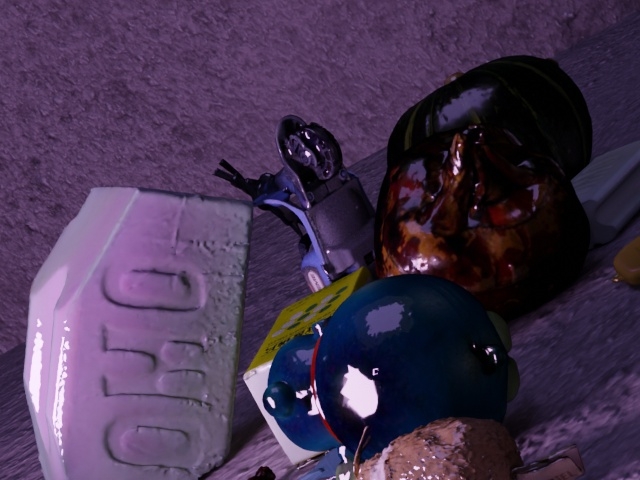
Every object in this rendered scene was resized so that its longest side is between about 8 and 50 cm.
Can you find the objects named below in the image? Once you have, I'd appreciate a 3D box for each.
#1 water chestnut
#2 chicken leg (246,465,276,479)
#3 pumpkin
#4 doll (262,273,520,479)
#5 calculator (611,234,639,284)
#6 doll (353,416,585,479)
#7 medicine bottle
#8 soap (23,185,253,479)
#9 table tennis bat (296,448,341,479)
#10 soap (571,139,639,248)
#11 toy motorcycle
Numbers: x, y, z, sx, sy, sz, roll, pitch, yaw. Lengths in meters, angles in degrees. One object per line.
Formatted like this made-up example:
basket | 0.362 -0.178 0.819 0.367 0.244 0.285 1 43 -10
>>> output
water chestnut | 0.184 -0.021 1.845 0.289 0.244 0.289 -33 14 9
chicken leg | -0.120 0.315 1.660 0.205 0.053 0.093 -31 -6 -25
pumpkin | 0.260 -0.148 2.281 0.323 0.241 0.323 -28 11 6
doll | 0.066 0.144 1.499 0.186 0.198 0.322 -8 -12 -43
calculator | 0.433 -0.018 1.695 0.237 0.033 0.157 -32 10 4
doll | 0.118 0.211 1.293 0.221 0.114 0.105 -15 8 39
medicine bottle | 0.016 0.149 1.813 0.137 0.141 0.250 -25 10 16
soap | -0.242 0.155 1.935 0.261 0.446 0.156 7 -1 -31
table tennis bat | 0.024 0.246 1.649 0.155 0.019 0.100 -31 12 -6
soap | 0.374 -0.056 1.982 0.119 0.066 0.198 -24 12 47
toy motorcycle | 0.000 0.000 1.998 0.125 0.358 0.213 -35 19 -36
